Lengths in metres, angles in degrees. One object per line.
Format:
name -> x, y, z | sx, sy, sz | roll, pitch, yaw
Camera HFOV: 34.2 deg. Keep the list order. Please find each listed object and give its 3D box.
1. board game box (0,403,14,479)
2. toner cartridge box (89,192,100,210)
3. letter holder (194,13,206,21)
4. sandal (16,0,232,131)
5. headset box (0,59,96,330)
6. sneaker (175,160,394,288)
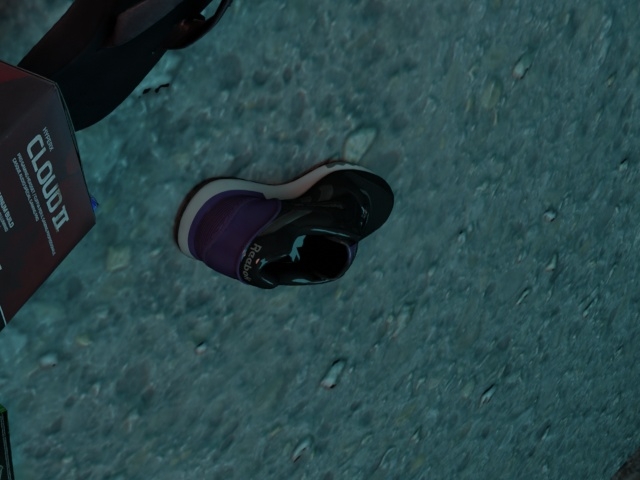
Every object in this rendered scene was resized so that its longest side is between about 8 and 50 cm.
board game box -> -0.323, 0.265, 0.896 | 0.136, 0.030, 0.260 | -29, 137, -41
toner cartridge box -> -0.309, 0.058, 0.622 | 0.348, 0.165, 0.075 | -51, 146, -11
letter holder -> -0.143, -0.215, 0.574 | 0.301, 0.214, 0.152 | 3, 113, -54
sandal -> -0.089, -0.133, 0.589 | 0.097, 0.054, 0.254 | -9, 155, -46
headset box -> -0.266, -0.002, 0.488 | 0.293, 0.218, 0.110 | -56, 159, -32
sneaker -> 0.000, 0.000, 1.021 | 0.283, 0.124, 0.107 | -14, 127, -48
